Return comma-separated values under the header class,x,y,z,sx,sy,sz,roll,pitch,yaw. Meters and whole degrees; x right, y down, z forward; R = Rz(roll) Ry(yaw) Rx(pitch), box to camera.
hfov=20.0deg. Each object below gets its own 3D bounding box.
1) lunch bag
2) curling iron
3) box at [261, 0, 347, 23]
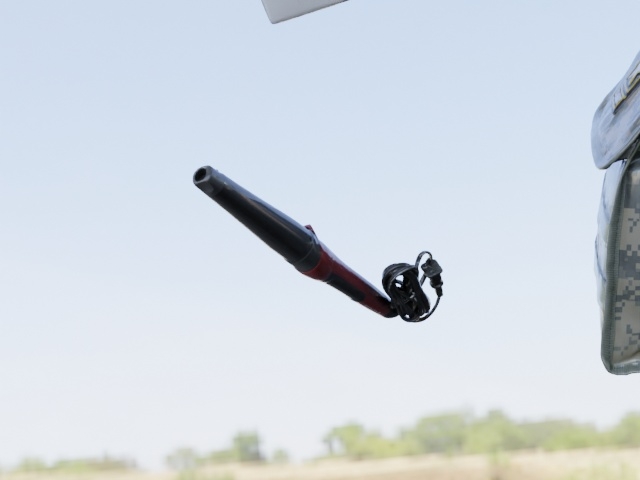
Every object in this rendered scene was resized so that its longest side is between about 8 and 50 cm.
class,x,y,z,sx,sy,sz,roll,pitch,yaw
lunch bag,0.309,-0.055,1.511,0.169,0.287,0.235,3,18,7
curling iron,0.000,0.000,1.378,0.274,0.035,0.068,29,-69,-41
box,-0.019,-0.336,1.814,0.119,0.182,0.181,-17,21,8
